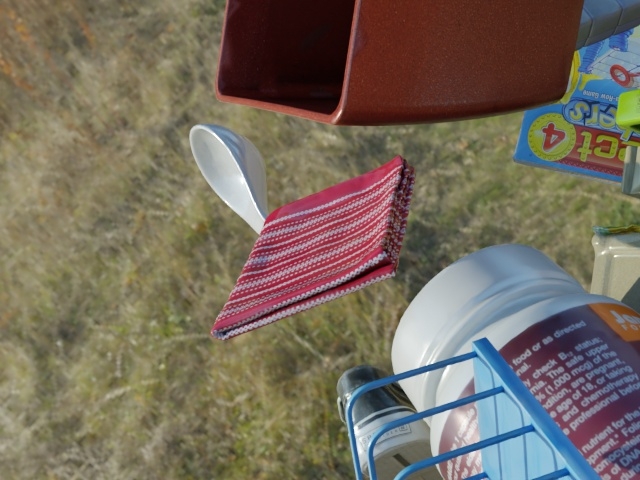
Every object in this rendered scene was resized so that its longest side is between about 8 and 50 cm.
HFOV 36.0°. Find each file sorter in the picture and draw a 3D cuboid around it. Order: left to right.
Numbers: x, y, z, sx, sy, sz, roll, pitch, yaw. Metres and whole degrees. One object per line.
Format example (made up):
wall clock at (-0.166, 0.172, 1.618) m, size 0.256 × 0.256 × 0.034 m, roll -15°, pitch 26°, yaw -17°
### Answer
file sorter at (0.093, 0.164, 0.585) m, size 0.104 × 0.118 × 0.170 m, roll -17°, pitch 31°, yaw -11°

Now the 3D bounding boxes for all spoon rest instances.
spoon rest at (-0.078, -0.059, 1.275) m, size 0.276 × 0.137 × 0.084 m, roll 33°, pitch 59°, yaw 27°

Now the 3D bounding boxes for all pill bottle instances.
pill bottle at (0.230, 0.185, 0.797) m, size 0.224 × 0.224 × 0.392 m, roll -39°, pitch 43°, yaw 1°

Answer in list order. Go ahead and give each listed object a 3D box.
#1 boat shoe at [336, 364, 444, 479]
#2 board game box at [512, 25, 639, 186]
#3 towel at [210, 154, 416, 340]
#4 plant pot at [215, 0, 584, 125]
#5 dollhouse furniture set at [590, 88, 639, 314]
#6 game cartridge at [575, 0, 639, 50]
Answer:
boat shoe at (0.100, 0.229, 1.156) m, size 0.121 × 0.335 × 0.119 m, roll -20°, pitch 61°, yaw 2°
board game box at (0.424, -0.213, 1.225) m, size 0.308 × 0.086 × 0.302 m, roll 13°, pitch 94°, yaw 11°
towel at (0.000, 0.000, 1.027) m, size 0.198 × 0.031 × 0.275 m, roll -23°, pitch 19°, yaw 18°
plant pot at (0.080, -0.228, 0.837) m, size 0.267 × 0.235 × 0.267 m, roll 25°, pitch 108°, yaw 62°
dollhouse furniture set at (0.385, 0.007, 0.951) m, size 0.197 × 0.151 × 0.302 m, roll -1°, pitch 78°, yaw 65°
game cartridge at (0.201, -0.347, 1.092) m, size 0.230 × 0.068 × 0.355 m, roll -20°, pitch 62°, yaw -17°
